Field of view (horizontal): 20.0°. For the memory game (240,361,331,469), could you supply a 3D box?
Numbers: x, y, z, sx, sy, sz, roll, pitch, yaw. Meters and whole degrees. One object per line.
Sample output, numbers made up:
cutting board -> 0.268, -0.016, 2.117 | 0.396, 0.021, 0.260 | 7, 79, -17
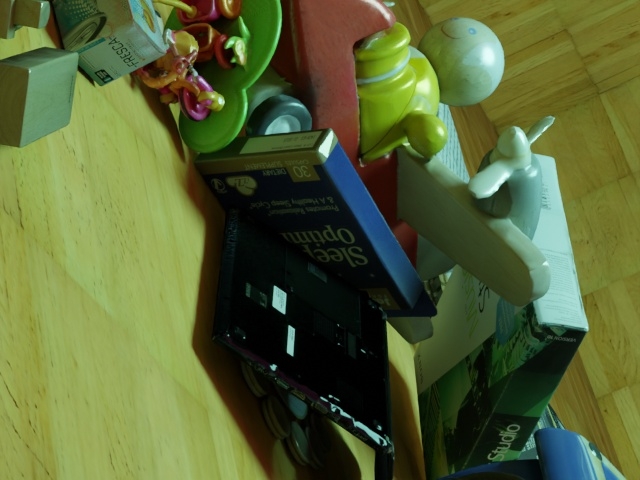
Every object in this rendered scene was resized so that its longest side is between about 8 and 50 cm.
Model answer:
memory game -> -0.038, 0.105, 1.505 | 0.186, 0.012, 0.186 | 60, 13, -24

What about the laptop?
laptop -> -0.012, 0.134, 1.497 | 0.264, 0.136, 0.234 | 35, 21, -16

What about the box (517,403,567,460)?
box -> 0.305, 0.375, 2.270 | 0.318, 0.097, 0.395 | 54, 16, -50

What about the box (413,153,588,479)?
box -> 0.171, 0.104, 1.807 | 0.232, 0.058, 0.322 | -94, -164, -45

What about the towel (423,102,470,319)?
towel -> 0.115, -0.039, 2.184 | 0.284, 0.121, 0.235 | -83, 158, -59

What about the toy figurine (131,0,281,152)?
toy figurine -> -0.131, -0.177, 1.502 | 0.159, 0.130, 0.173 | 26, 64, -52

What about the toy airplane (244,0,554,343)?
toy airplane -> 0.072, -0.096, 1.739 | 0.386, 0.272, 0.384 | 52, -8, 1

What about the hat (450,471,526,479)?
hat -> 0.095, 0.330, 1.232 | 0.134, 0.331, 0.331 | -4, 65, -38

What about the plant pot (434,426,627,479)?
plant pot -> 0.196, 0.313, 1.525 | 0.236, 0.212, 0.236 | 47, 18, -24

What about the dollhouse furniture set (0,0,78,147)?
dollhouse furniture set -> -0.223, -0.153, 1.171 | 0.144, 0.123, 0.151 | -55, 154, -76

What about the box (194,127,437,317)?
box -> 0.000, 0.000, 1.587 | 0.225, 0.136, 0.036 | 57, 47, -33

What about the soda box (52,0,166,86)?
soda box -> -0.177, -0.214, 1.404 | 0.058, 0.063, 0.183 | 46, 22, -57
